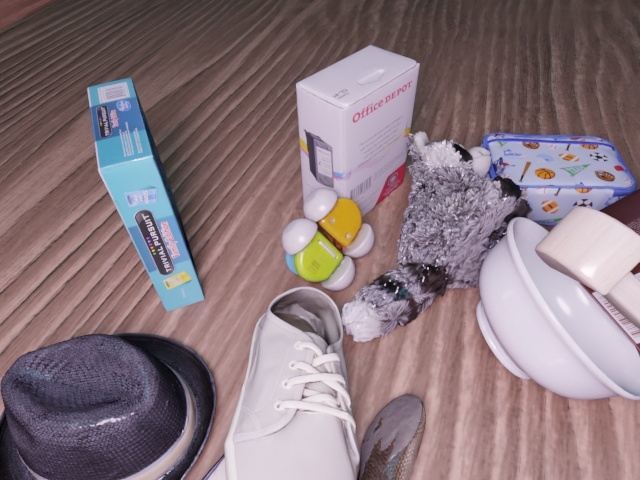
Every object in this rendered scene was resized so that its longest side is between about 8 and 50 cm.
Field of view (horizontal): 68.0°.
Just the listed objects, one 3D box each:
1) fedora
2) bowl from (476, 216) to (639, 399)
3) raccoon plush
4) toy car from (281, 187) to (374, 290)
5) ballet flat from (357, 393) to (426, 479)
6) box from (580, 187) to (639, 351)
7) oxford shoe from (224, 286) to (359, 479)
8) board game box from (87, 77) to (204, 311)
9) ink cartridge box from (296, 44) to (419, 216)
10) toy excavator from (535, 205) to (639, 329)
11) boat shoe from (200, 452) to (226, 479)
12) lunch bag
[{"bbox_3d":[-0.328,0.231,0.687,0.334,0.152,0.334,-1,46,1],"label":"fedora"},{"bbox_3d":[0.339,0.120,0.729,0.298,0.134,0.297,29,39,-26],"label":"bowl"},{"bbox_3d":[0.167,-0.049,0.901,0.447,0.216,0.299,-23,43,-18],"label":"raccoon plush"},{"bbox_3d":[0.000,0.000,0.910,0.136,0.159,0.182,-8,44,56],"label":"toy car"},{"bbox_3d":[0.090,0.324,0.647,0.084,0.058,0.250,-17,28,39],"label":"ballet flat"},{"bbox_3d":[0.531,0.034,0.746,0.168,0.167,0.203,46,39,-6],"label":"box"},{"bbox_3d":[-0.023,0.211,0.620,0.169,0.130,0.449,23,26,-17],"label":"oxford shoe"},{"bbox_3d":[-0.308,-0.074,0.851,0.079,0.336,0.253,-18,48,-13],"label":"board game box"},{"bbox_3d":[0.075,-0.205,0.977,0.131,0.306,0.226,33,56,30],"label":"ink cartridge box"},{"bbox_3d":[0.507,0.176,0.568,0.222,0.433,0.445,-50,33,7],"label":"toy excavator"},{"bbox_3d":[-0.194,0.364,0.579,0.158,0.127,0.340,5,33,31],"label":"boat shoe"},{"bbox_3d":[0.491,-0.147,1.035,0.304,0.114,0.243,5,45,7],"label":"lunch bag"}]
